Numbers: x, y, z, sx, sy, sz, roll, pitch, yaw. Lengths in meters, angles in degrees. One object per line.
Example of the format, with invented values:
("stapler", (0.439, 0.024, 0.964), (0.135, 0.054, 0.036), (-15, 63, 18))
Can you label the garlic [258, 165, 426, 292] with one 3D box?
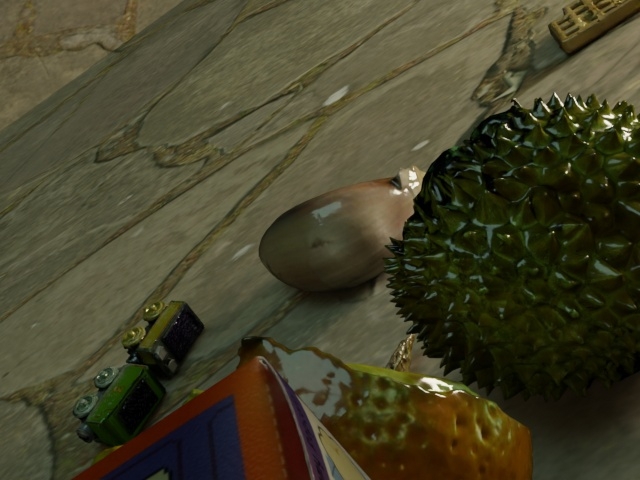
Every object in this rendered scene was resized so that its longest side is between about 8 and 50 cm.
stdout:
("garlic", (-0.005, 0.000, 1.271), (0.266, 0.148, 0.128), (-12, 73, 33))

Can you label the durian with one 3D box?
("durian", (0.188, 0.007, 0.903), (0.291, 0.225, 0.291), (-36, -9, -7))

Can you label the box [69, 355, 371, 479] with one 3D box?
("box", (-0.005, 0.301, 0.522), (0.257, 0.349, 0.318), (-34, 26, 7))

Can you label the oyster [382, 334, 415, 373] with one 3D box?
("oyster", (0.061, 0.127, 1.056), (0.093, 0.034, 0.051), (-48, 11, 4))

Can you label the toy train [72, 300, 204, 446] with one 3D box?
("toy train", (-0.205, 0.149, 1.312), (0.081, 0.060, 0.202), (0, 45, 40))

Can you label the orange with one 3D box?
("orange", (-0.006, 0.207, 0.779), (0.334, 0.262, 0.196), (-30, 61, 12))

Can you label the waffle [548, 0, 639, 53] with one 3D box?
("waffle", (0.335, -0.277, 1.359), (0.135, 0.021, 0.092), (-31, 29, 11))
